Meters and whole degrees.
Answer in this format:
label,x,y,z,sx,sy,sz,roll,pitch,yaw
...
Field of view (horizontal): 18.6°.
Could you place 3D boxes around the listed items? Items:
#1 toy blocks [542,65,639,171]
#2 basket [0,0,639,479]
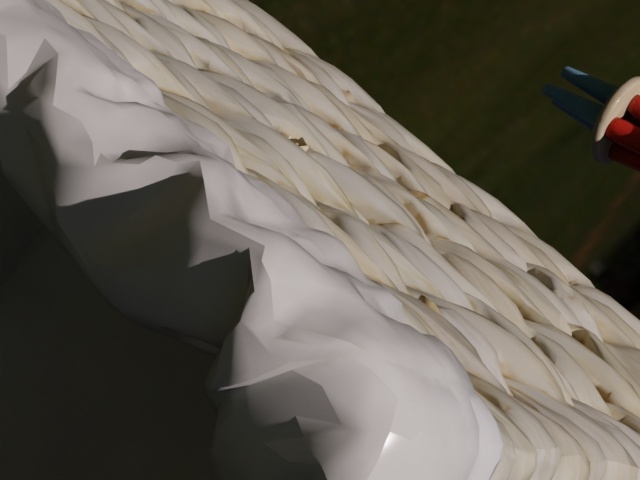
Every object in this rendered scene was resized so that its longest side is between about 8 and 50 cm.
label,x,y,z,sx,sy,sz,roll,pitch,yaw
toy blocks,0.202,-0.048,1.077,0.123,0.148,0.054,11,109,-59
basket,-0.101,0.085,0.513,0.266,0.331,0.328,14,113,-54
